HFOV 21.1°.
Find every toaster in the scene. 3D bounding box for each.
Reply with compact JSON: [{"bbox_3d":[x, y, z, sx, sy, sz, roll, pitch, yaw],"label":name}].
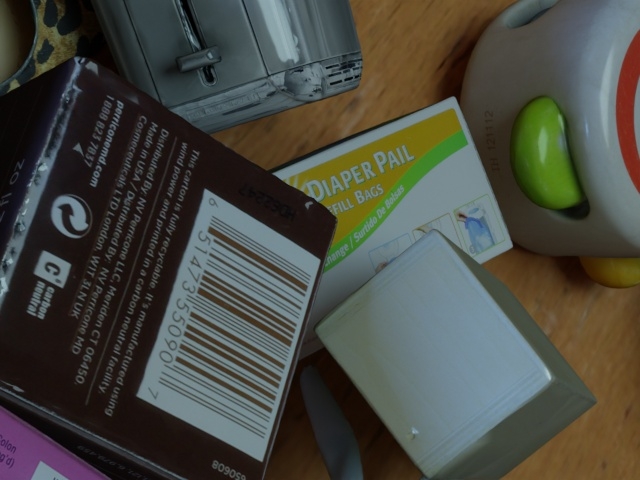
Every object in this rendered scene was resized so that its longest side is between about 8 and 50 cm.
[{"bbox_3d":[-0.052,-0.142,1.002,0.227,0.129,0.146,-36,110,-76],"label":"toaster"}]

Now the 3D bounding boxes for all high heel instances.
[{"bbox_3d":[-0.174,-0.122,0.876,0.261,0.186,0.093,-10,84,-41],"label":"high heel"}]

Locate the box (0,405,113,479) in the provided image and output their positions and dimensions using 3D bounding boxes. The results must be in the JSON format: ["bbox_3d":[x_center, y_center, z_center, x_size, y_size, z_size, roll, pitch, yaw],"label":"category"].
[{"bbox_3d":[-0.209,0.139,0.744,0.213,0.243,0.117,39,57,-25],"label":"box"}]

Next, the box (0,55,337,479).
[{"bbox_3d":[-0.130,0.040,0.861,0.167,0.203,0.168,31,60,-30],"label":"box"}]

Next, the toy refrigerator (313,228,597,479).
[{"bbox_3d":[0.084,0.077,1.000,0.102,0.094,0.269,52,6,14],"label":"toy refrigerator"}]

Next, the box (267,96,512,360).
[{"bbox_3d":[0.000,0.000,1.041,0.203,0.114,0.103,-25,95,-40],"label":"box"}]

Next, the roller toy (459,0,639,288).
[{"bbox_3d":[0.198,-0.082,1.207,0.209,0.146,0.191,32,69,-37],"label":"roller toy"}]

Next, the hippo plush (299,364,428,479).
[{"bbox_3d":[0.057,0.243,0.909,0.234,0.236,0.294,38,68,-17],"label":"hippo plush"}]
